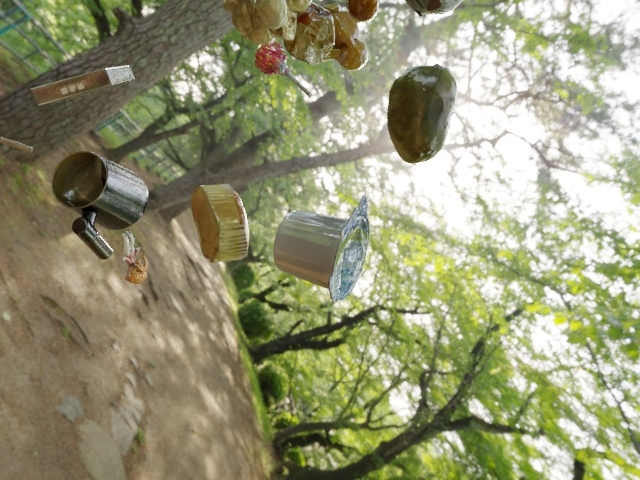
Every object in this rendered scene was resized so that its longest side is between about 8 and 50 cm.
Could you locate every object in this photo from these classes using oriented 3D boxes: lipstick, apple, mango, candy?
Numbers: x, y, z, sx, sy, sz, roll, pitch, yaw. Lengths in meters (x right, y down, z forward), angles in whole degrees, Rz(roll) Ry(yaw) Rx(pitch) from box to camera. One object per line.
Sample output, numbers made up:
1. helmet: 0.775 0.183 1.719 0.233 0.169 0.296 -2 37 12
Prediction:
1. lipstick: -0.984 -0.309 1.606 0.094 0.018 0.019 19 11 -27
2. apple: -0.029 -0.632 1.512 0.156 0.158 0.147 19 31 -24
3. mango: 0.121 -0.690 1.429 0.159 0.084 0.105 28 37 -88
4. candy: -0.124 -0.597 1.765 0.365 0.124 0.124 53 -7 36

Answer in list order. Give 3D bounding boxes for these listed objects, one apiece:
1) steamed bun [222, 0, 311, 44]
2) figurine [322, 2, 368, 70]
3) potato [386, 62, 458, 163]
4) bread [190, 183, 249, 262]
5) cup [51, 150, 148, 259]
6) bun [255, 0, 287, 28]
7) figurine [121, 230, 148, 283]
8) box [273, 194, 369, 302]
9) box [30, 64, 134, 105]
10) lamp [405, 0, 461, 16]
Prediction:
1. steamed bun: -0.158 -0.695 1.384 0.137 0.292 0.295 4 67 -53
2. figurine: 0.087 -0.777 1.920 0.215 0.216 0.227 135 -42 -83
3. potato: 0.309 -0.388 1.527 0.173 0.210 0.307 -136 -132 -68
4. bread: -0.310 -0.054 1.554 0.179 0.133 0.250 -52 -125 51
5. cup: -0.525 -0.093 1.214 0.239 0.166 0.177 62 0 13
6. bun: -0.128 -0.598 1.259 0.115 0.069 0.115 162 -90 -79
7. figurine: -0.381 0.036 1.008 0.064 0.047 0.109 -56 144 -66
8. box: 0.000 0.000 1.355 0.207 0.290 0.262 14 10 21
9. box: -0.604 -0.410 1.295 0.325 0.181 0.047 -118 -169 -68
10. lamp: 0.368 -0.865 1.616 0.265 0.233 0.233 53 -5 -34
